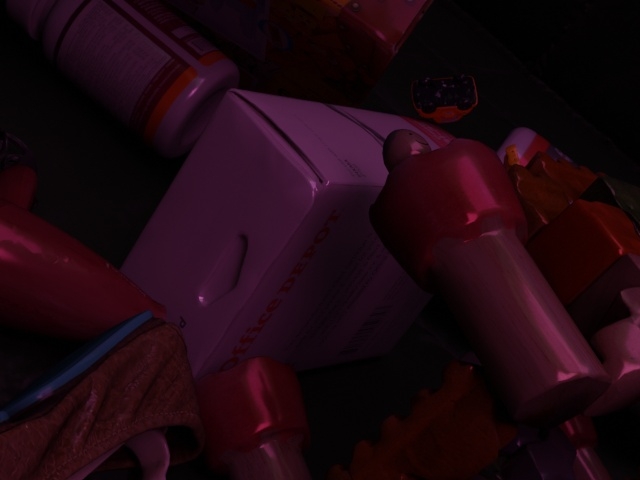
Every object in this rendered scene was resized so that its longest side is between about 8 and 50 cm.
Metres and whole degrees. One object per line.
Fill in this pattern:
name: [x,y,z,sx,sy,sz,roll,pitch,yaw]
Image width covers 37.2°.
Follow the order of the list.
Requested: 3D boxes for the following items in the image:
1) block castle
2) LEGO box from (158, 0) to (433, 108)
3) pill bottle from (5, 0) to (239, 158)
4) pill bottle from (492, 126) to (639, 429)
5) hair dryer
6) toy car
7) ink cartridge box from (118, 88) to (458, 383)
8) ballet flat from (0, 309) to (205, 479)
block castle: [0.156,0.098,0.706,0.453,0.303,0.213,12,41,-42]
LEGO box: [-0.127,-0.336,0.994,0.500,0.193,0.372,35,-17,-3]
pill bottle: [-0.199,-0.193,0.957,0.221,0.121,0.121,40,25,6]
pill bottle: [0.299,0.059,1.066,0.363,0.210,0.210,39,25,3]
hair dryer: [-0.222,-0.025,0.678,0.293,0.080,0.223,43,26,14]
toy car: [0.124,-0.092,0.832,0.040,0.060,0.122,82,-14,-60]
ink cartridge box: [0.000,0.000,0.776,0.117,0.207,0.283,47,26,26]
ballet flat: [-0.156,0.137,0.484,0.124,0.116,0.342,60,23,1]
